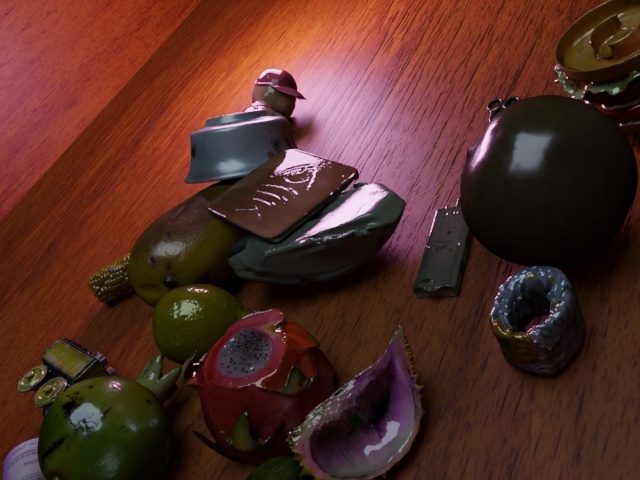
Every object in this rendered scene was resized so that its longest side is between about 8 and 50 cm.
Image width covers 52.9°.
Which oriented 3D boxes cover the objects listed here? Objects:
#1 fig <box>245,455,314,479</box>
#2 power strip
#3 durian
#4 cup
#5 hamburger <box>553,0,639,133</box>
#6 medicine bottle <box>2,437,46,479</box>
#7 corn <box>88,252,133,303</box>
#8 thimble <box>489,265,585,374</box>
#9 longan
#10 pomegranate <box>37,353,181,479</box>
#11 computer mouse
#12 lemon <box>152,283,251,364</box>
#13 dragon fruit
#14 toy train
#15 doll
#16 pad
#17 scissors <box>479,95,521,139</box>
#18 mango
[{"bbox_3d":[-0.050,0.412,1.066,0.156,0.123,0.123,-25,26,-37],"label":"fig"},{"bbox_3d":[0.261,0.007,1.323,0.092,0.034,0.268,-7,45,34],"label":"power strip"},{"bbox_3d":[0.074,0.305,1.070,0.260,0.154,0.187,-28,59,-5],"label":"durian"},{"bbox_3d":[-0.218,-0.267,1.772,0.347,0.163,0.347,-10,10,2],"label":"cup"},{"bbox_3d":[0.614,-0.333,1.264,0.274,0.212,0.274,-29,33,22],"label":"hamburger"},{"bbox_3d":[-0.562,0.540,1.298,0.152,0.152,0.254,-37,35,-2],"label":"medicine bottle"},{"bbox_3d":[-0.519,0.076,1.825,0.312,0.102,0.102,-30,36,8],"label":"corn"},{"bbox_3d":[0.353,0.130,1.042,0.127,0.118,0.151,14,58,46],"label":"thimble"},{"bbox_3d":[0.385,-0.100,1.121,0.318,0.319,0.319,-22,38,19],"label":"longan"},{"bbox_3d":[-0.409,0.372,1.298,0.260,0.260,0.341,-4,39,36],"label":"pomegranate"},{"bbox_3d":[-0.001,0.003,1.440,0.428,0.145,0.228,-15,31,22],"label":"computer mouse"},{"bbox_3d":[-0.266,0.186,1.428,0.248,0.184,0.184,-8,44,20],"label":"lemon"},{"bbox_3d":[-0.115,0.265,1.209,0.290,0.189,0.291,-22,38,19],"label":"dragon fruit"},{"bbox_3d":[-0.617,0.352,1.576,0.260,0.134,0.177,11,48,44],"label":"toy train"},{"bbox_3d":[-0.155,-0.421,2.043,0.196,0.152,0.256,20,76,14],"label":"doll"},{"bbox_3d":[-0.091,-0.118,1.501,0.284,0.018,0.286,-40,40,-24],"label":"pad"},{"bbox_3d":[0.404,-0.265,1.527,0.088,0.017,0.220,7,54,43],"label":"scissors"},{"bbox_3d":[-0.298,-0.007,1.651,0.301,0.221,0.445,-8,31,40],"label":"mango"}]
